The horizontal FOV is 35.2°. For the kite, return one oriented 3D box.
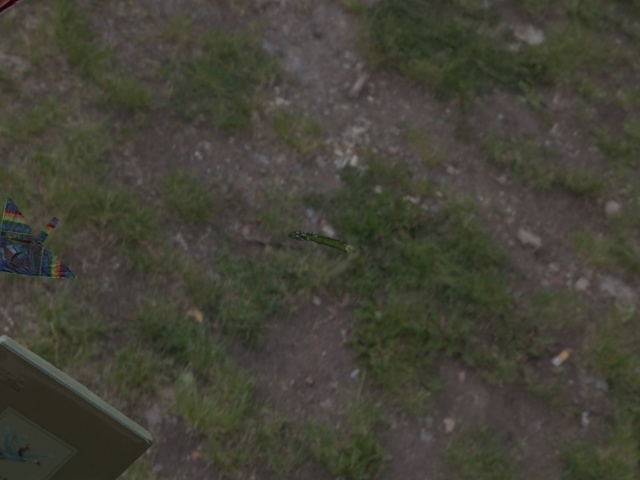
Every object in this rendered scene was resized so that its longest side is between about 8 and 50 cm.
[{"bbox_3d":[-0.320,0.008,1.110,0.090,0.004,0.122,-40,111,1],"label":"kite"}]

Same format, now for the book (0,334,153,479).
[{"bbox_3d":[-0.365,0.265,1.096,0.217,0.310,0.021,43,8,-29],"label":"book"}]

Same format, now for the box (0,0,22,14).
[{"bbox_3d":[-0.309,-0.263,0.832,0.182,0.099,0.133,24,57,26],"label":"box"}]

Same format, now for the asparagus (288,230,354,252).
[{"bbox_3d":[0.000,0.000,1.198,0.015,0.114,0.014,-3,100,-37],"label":"asparagus"}]
